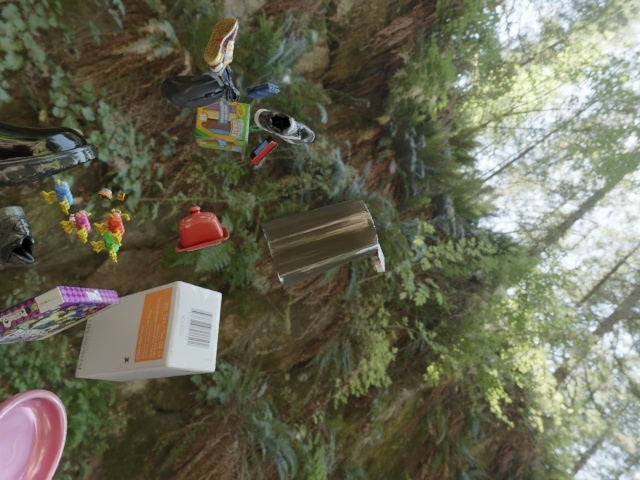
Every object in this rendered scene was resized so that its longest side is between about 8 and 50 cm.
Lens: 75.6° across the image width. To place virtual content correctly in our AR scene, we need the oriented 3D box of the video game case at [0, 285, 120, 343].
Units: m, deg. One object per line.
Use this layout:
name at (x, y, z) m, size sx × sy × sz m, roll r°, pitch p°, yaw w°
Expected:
video game case at (-0.599, 0.166, 0.912) m, size 0.041 × 0.210 × 0.232 m, roll 64°, pitch -4°, yaw 9°

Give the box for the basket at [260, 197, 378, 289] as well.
basket at (0.000, 0.000, 0.923) m, size 0.204 × 0.227 × 0.154 m, roll 97°, pitch -26°, yaw -77°

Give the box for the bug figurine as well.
bug figurine at (-0.686, -0.058, 1.241) m, size 0.279 × 0.072 × 0.216 m, roll 30°, pitch -41°, yaw 6°

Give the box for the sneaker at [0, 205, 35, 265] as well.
sneaker at (-0.773, 0.027, 0.972) m, size 0.130 × 0.228 × 0.087 m, roll 61°, pitch 7°, yaw 2°

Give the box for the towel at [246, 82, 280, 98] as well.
towel at (-0.209, -0.544, 1.498) m, size 0.120 × 0.067 × 0.029 m, roll 0°, pitch -84°, yaw 37°

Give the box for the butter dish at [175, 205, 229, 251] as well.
butter dish at (-0.370, -0.046, 1.255) m, size 0.160 × 0.160 × 0.118 m, roll -138°, pitch -145°, yaw -67°

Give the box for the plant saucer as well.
plant saucer at (-0.795, 0.551, 1.048) m, size 0.332 × 0.084 × 0.332 m, roll 4°, pitch 90°, yaw -85°

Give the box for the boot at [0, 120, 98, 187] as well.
boot at (-0.518, -0.200, 0.576) m, size 0.131 × 0.348 × 0.260 m, roll -2°, pitch -75°, yaw 38°

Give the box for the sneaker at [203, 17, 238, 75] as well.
sneaker at (-0.310, -0.623, 1.325) m, size 0.070 × 0.185 × 0.084 m, roll 21°, pitch -13°, yaw 16°

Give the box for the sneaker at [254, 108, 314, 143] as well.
sneaker at (-0.109, -0.387, 1.431) m, size 0.234 × 0.078 × 0.106 m, roll 15°, pitch 8°, yaw -34°

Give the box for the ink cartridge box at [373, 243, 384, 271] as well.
ink cartridge box at (0.218, 0.066, 1.559) m, size 0.115 × 0.029 × 0.062 m, roll 59°, pitch 28°, yaw -52°

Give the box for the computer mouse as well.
computer mouse at (-0.442, -0.541, 1.494) m, size 0.188 × 0.272 × 0.072 m, roll 78°, pitch 5°, yaw -64°

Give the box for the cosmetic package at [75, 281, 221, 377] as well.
cosmetic package at (-0.514, 0.283, 1.223) m, size 0.161 × 0.453 × 0.230 m, roll 29°, pitch 53°, yaw -48°

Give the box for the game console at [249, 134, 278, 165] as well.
game console at (-0.279, -0.428, 1.924) m, size 0.085 × 0.144 × 0.124 m, roll 33°, pitch 18°, yaw -55°

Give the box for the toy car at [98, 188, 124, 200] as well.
toy car at (-0.782, -0.172, 1.569) m, size 0.122 × 0.040 × 0.060 m, roll 10°, pitch -15°, yaw 13°

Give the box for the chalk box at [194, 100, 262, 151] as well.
chalk box at (-0.405, -0.510, 1.861) m, size 0.180 × 0.289 × 0.179 m, roll 160°, pitch -65°, yaw -79°

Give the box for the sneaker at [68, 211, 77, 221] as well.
sneaker at (-0.854, -0.082, 1.455) m, size 0.083 × 0.032 × 0.036 m, roll -128°, pitch -134°, yaw -80°
